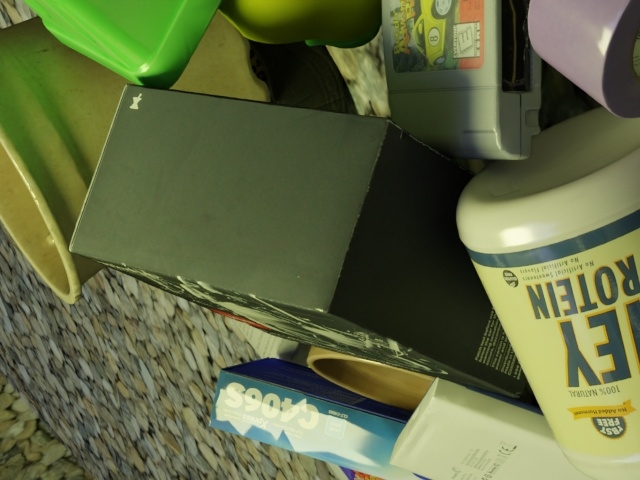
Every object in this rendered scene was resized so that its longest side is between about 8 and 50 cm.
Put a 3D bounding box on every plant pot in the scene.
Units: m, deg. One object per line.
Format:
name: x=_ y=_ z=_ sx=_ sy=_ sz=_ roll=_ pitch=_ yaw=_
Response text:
plant pot: x=0.113 y=0.118 z=1.870 sx=0.237 sy=0.110 sz=0.237 roll=18 pitch=167 yaw=4
plant pot: x=-0.236 y=-0.147 z=1.941 sx=0.334 sy=0.305 sz=0.334 roll=52 pitch=163 yaw=23

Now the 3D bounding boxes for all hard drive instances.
hard drive: x=0.246 y=0.241 z=1.795 sx=0.318 sy=0.040 sz=0.210 roll=20 pitch=152 yaw=-1

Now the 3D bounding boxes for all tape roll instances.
tape roll: x=0.249 y=-0.190 z=1.274 sx=0.080 sy=0.189 sz=0.189 roll=43 pitch=153 yaw=30

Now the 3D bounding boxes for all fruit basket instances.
fruit basket: x=-0.108 y=-0.323 z=1.729 sx=0.283 sy=0.392 sz=0.392 roll=31 pitch=145 yaw=47

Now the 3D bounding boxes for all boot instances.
boot: x=-0.062 y=-0.202 z=2.029 sx=0.236 sy=0.085 sz=0.178 roll=60 pitch=161 yaw=-5

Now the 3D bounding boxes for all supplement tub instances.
supplement tub: x=0.280 y=0.063 z=1.476 sx=0.235 sy=0.235 sz=0.325 roll=3 pitch=123 yaw=63

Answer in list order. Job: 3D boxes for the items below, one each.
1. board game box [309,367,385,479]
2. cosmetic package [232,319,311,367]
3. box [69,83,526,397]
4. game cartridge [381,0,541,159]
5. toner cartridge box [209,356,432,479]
board game box: x=0.101 y=0.301 z=2.338 sx=0.347 sy=0.078 sz=0.233 roll=51 pitch=156 yaw=14
cosmetic package: x=-0.037 y=0.051 z=2.202 sx=0.184 sy=0.151 sz=0.151 roll=52 pitch=157 yaw=16
box: x=0.000 y=0.000 z=1.635 sx=0.343 sy=0.179 sz=0.312 roll=11 pitch=169 yaw=42
game cartridge: x=0.121 y=-0.218 z=1.513 sx=0.196 sy=0.060 sz=0.294 roll=-174 pitch=83 yaw=-66
toner cartridge box: x=0.060 y=0.222 z=2.026 sx=0.347 sy=0.165 sz=0.075 roll=14 pitch=97 yaw=19
